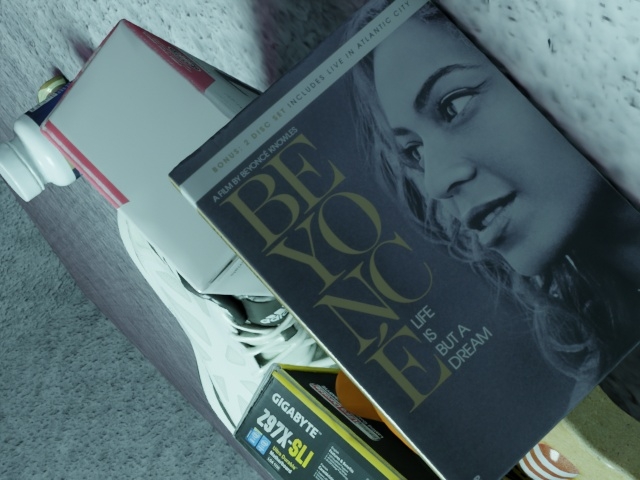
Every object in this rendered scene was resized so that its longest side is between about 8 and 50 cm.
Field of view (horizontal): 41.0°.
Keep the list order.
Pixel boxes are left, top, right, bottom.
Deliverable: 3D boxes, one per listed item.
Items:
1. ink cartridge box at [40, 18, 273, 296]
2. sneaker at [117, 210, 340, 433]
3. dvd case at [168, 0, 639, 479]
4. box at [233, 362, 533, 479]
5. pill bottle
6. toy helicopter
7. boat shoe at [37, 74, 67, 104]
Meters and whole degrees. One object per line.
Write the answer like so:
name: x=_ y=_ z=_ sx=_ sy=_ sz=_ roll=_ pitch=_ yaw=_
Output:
ink cartridge box: x=-0.049 y=-0.042 z=0.576 sx=0.158 sy=0.092 sz=0.218 roll=43 pitch=-170 yaw=20
sneaker: x=-0.056 y=0.110 z=0.869 sx=0.447 sy=0.169 sz=0.257 roll=54 pitch=170 yaw=-7
dvd case: x=0.057 y=-0.006 z=0.431 sx=0.221 sy=0.164 sz=0.018 roll=47 pitch=172 yaw=7
box: x=0.121 y=0.225 z=0.687 sx=0.322 sy=0.079 sz=0.257 roll=37 pitch=-171 yaw=34
pill bottle: x=-0.291 y=-0.122 z=0.986 sx=0.094 sy=0.169 sz=0.094 roll=43 pitch=161 yaw=19
toy helicopter: x=0.153 y=0.148 z=0.579 sx=0.355 sy=0.140 sz=0.235 roll=45 pitch=160 yaw=-13
boat shoe: x=-0.383 y=-0.187 z=1.252 sx=0.049 sy=0.056 sz=0.152 roll=53 pitch=162 yaw=4
